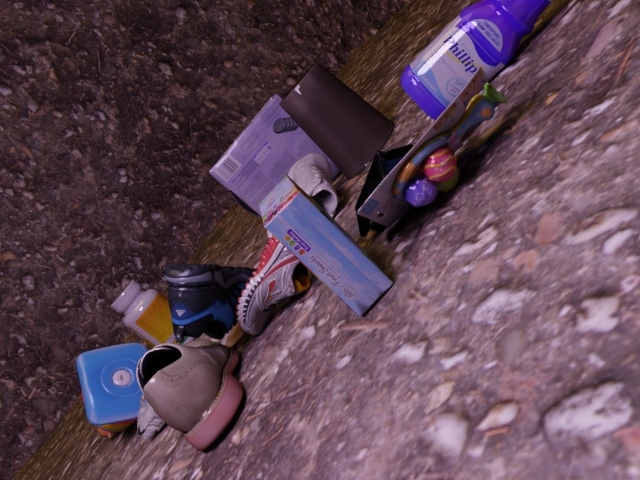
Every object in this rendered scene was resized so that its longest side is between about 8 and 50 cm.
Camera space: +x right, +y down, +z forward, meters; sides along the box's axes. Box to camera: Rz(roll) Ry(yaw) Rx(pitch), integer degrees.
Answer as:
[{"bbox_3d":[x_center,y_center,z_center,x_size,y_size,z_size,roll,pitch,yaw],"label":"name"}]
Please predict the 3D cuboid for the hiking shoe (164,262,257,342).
[{"bbox_3d":[-0.185,0.111,1.224,0.304,0.113,0.132,10,-98,-65],"label":"hiking shoe"}]

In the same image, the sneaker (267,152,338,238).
[{"bbox_3d":[-0.006,-0.091,1.417,0.152,0.114,0.305,-31,29,36],"label":"sneaker"}]

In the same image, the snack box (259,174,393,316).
[{"bbox_3d":[0.000,0.000,0.935,0.070,0.174,0.207,-45,12,4],"label":"snack box"}]

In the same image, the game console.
[{"bbox_3d":[0.104,-0.078,1.051,0.107,0.071,0.122,-97,19,-45],"label":"game console"}]

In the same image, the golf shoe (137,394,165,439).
[{"bbox_3d":[-0.310,0.340,1.292,0.176,0.069,0.086,-33,41,60],"label":"golf shoe"}]

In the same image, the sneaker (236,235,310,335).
[{"bbox_3d":[-0.074,0.079,1.161,0.225,0.092,0.088,-62,-12,26],"label":"sneaker"}]

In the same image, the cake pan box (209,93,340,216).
[{"bbox_3d":[-0.103,-0.179,1.647,0.267,0.245,0.070,-51,9,0],"label":"cake pan box"}]

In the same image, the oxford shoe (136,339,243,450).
[{"bbox_3d":[-0.229,0.215,1.140,0.140,0.146,0.397,-53,13,-9],"label":"oxford shoe"}]

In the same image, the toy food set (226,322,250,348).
[{"bbox_3d":[-0.152,0.175,1.289,0.083,0.020,0.083,-35,19,46],"label":"toy food set"}]

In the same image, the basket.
[{"bbox_3d":[0.031,-0.278,1.520,0.154,0.227,0.204,-41,16,35],"label":"basket"}]

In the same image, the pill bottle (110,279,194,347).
[{"bbox_3d":[-0.418,0.196,1.693,0.117,0.208,0.117,-46,13,14],"label":"pill bottle"}]

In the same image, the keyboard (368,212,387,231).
[{"bbox_3d":[0.131,-0.094,0.989,0.192,0.038,0.100,-49,-17,5],"label":"keyboard"}]

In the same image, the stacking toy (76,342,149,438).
[{"bbox_3d":[-0.472,0.380,1.542,0.175,0.165,0.302,66,146,29],"label":"stacking toy"}]

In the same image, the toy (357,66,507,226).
[{"bbox_3d":[0.162,-0.103,0.898,0.237,0.056,0.137,-52,-24,10],"label":"toy"}]

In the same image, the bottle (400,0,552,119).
[{"bbox_3d":[0.267,-0.332,1.132,0.283,0.118,0.092,-41,5,28],"label":"bottle"}]

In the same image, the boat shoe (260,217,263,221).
[{"bbox_3d":[-0.055,-0.165,1.791,0.307,0.110,0.104,-56,14,17],"label":"boat shoe"}]
